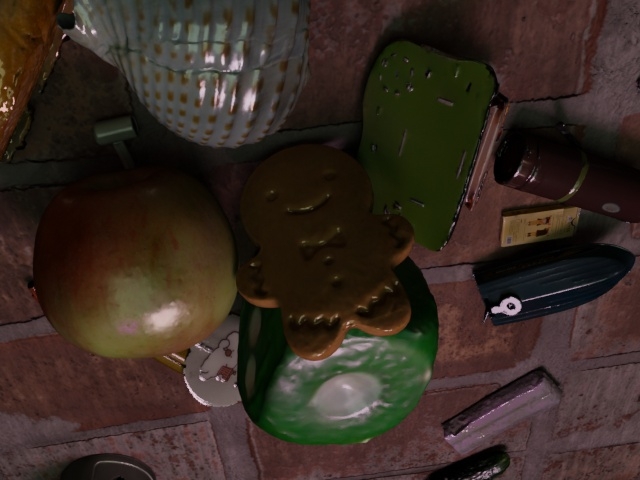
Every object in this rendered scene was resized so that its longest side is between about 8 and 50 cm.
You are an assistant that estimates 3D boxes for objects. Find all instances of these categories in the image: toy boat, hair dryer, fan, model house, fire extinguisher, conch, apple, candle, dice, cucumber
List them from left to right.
[{"bbox_3d":[-0.501,0.140,1.212,0.026,0.021,0.167,-1,133,26],"label":"candle"},{"bbox_3d":[-0.309,-0.140,1.021,0.063,0.038,0.124,-12,133,1],"label":"hair dryer"},{"bbox_3d":[-0.279,0.026,0.984,0.319,0.319,0.277,1,105,-9],"label":"apple"},{"bbox_3d":[-0.229,0.205,1.239,0.329,0.009,0.191,39,78,-30],"label":"fan"},{"bbox_3d":[-0.130,-0.257,0.803,0.319,0.215,0.303,-13,135,-49],"label":"conch"},{"bbox_3d":[0.018,0.159,1.129,0.287,0.300,0.297,7,124,-17],"label":"dice"},{"bbox_3d":[0.181,-0.162,1.029,0.154,0.207,0.294,-24,134,-50],"label":"model house"},{"bbox_3d":[0.384,0.612,1.659,0.241,0.074,0.074,-31,125,14],"label":"cucumber"},{"bbox_3d":[0.448,0.074,1.228,0.296,0.122,0.114,-19,108,19],"label":"toy boat"},{"bbox_3d":[0.477,-0.111,1.105,0.341,0.105,0.141,13,125,-14],"label":"fire extinguisher"}]

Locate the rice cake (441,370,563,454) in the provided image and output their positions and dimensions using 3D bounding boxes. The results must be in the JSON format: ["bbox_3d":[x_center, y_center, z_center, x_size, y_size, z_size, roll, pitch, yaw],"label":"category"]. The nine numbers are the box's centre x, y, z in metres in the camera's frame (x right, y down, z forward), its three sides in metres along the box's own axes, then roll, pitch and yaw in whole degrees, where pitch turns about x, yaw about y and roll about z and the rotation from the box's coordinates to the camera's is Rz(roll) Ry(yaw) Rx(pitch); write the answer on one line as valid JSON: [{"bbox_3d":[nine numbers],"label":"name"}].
[{"bbox_3d":[0.428,0.414,1.529,0.298,0.050,0.106,-36,123,19],"label":"rice cake"}]

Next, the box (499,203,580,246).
[{"bbox_3d":[0.414,-0.031,1.212,0.149,0.020,0.073,-7,126,-2],"label":"box"}]

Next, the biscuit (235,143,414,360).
[{"bbox_3d":[-0.001,-0.001,0.963,0.275,0.355,0.052,-16,152,1],"label":"biscuit"}]

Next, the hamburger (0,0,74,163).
[{"bbox_3d":[-0.469,-0.238,0.772,0.268,0.287,0.445,25,116,-24],"label":"hamburger"}]

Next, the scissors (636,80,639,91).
[{"bbox_3d":[0.598,-0.218,1.096,0.133,0.020,0.187,-30,126,20],"label":"scissors"}]

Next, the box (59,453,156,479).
[{"bbox_3d":[-0.506,0.631,1.500,0.226,0.149,0.226,-4,127,-6],"label":"box"}]

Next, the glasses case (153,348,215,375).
[{"bbox_3d":[-0.287,0.214,1.260,0.064,0.079,0.234,-44,121,13],"label":"glasses case"}]
